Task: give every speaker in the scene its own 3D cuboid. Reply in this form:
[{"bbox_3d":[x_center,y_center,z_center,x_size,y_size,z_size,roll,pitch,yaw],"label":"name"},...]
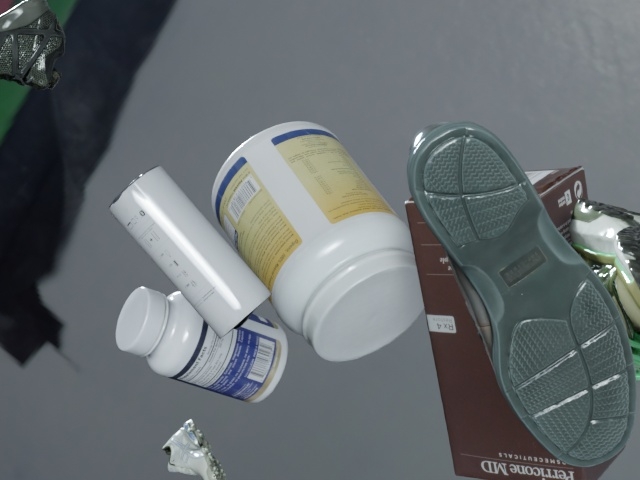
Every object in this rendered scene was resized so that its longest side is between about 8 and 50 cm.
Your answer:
[{"bbox_3d":[-0.100,0.010,0.825,0.055,0.136,0.055,-42,-2,-1],"label":"speaker"}]

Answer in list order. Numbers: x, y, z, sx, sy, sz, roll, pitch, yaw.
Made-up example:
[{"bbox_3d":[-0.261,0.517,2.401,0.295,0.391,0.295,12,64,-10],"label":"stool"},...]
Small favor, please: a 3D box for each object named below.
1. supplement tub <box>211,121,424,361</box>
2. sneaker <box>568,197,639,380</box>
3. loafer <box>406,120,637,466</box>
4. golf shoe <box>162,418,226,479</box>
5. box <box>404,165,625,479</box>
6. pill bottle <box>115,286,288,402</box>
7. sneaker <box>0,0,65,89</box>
[{"bbox_3d":[0.000,0.000,1.569,0.228,0.316,0.228,-22,-37,-18],"label":"supplement tub"},{"bbox_3d":[0.323,0.081,1.028,0.410,0.158,0.182,-62,-17,-78],"label":"sneaker"},{"bbox_3d":[0.142,0.031,0.749,0.096,0.267,0.084,-28,14,3],"label":"loafer"},{"bbox_3d":[-0.229,0.403,1.913,0.086,0.069,0.176,-34,32,-8],"label":"golf shoe"},{"bbox_3d":[0.245,0.109,1.331,0.143,0.191,0.381,-30,-68,-48],"label":"box"},{"bbox_3d":[-0.127,0.108,1.134,0.094,0.169,0.094,-36,42,41],"label":"pill bottle"},{"bbox_3d":[-0.474,-0.254,1.575,0.227,0.130,0.087,-36,17,-17],"label":"sneaker"}]
